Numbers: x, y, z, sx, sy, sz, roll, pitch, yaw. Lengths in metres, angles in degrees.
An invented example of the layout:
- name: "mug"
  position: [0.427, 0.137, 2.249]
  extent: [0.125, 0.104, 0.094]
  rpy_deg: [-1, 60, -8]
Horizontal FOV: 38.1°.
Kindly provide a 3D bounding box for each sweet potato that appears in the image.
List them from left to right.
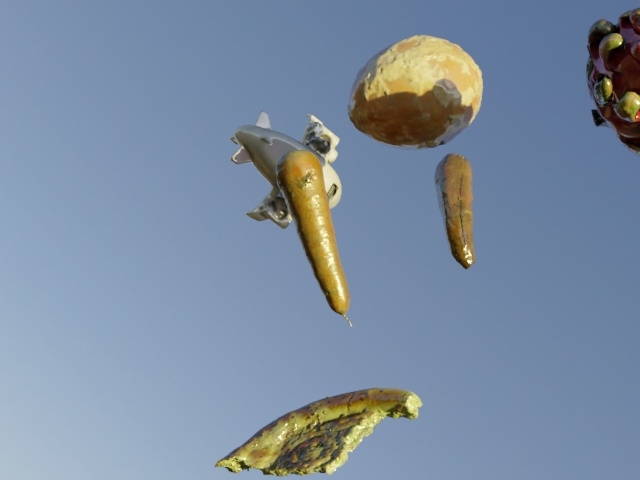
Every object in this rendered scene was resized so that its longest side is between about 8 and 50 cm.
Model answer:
- name: "sweet potato"
  position: [0.260, -0.065, 1.766]
  extent: [0.075, 0.273, 0.075]
  rpy_deg: [0, -40, 0]

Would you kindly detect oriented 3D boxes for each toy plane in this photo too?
- name: "toy plane"
  position: [-0.066, -0.146, 1.835]
  extent: [0.252, 0.252, 0.118]
  rpy_deg: [45, -21, -12]

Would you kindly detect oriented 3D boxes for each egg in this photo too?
- name: "egg"
  position: [0.158, -0.245, 1.558]
  extent: [0.195, 0.233, 0.195]
  rpy_deg: [59, -12, 21]

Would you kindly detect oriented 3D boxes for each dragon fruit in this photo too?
- name: "dragon fruit"
  position: [0.446, -0.217, 1.232]
  extent: [0.218, 0.273, 0.198]
  rpy_deg: [25, -72, -2]

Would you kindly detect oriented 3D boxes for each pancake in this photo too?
- name: "pancake"
  position: [-0.004, 0.336, 1.614]
  extent: [0.197, 0.377, 0.054]
  rpy_deg: [-119, -174, -65]

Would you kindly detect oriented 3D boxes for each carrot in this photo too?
- name: "carrot"
  position: [0.000, 0.000, 1.455]
  extent: [0.078, 0.078, 0.298]
  rpy_deg: [-34, -109, 56]
